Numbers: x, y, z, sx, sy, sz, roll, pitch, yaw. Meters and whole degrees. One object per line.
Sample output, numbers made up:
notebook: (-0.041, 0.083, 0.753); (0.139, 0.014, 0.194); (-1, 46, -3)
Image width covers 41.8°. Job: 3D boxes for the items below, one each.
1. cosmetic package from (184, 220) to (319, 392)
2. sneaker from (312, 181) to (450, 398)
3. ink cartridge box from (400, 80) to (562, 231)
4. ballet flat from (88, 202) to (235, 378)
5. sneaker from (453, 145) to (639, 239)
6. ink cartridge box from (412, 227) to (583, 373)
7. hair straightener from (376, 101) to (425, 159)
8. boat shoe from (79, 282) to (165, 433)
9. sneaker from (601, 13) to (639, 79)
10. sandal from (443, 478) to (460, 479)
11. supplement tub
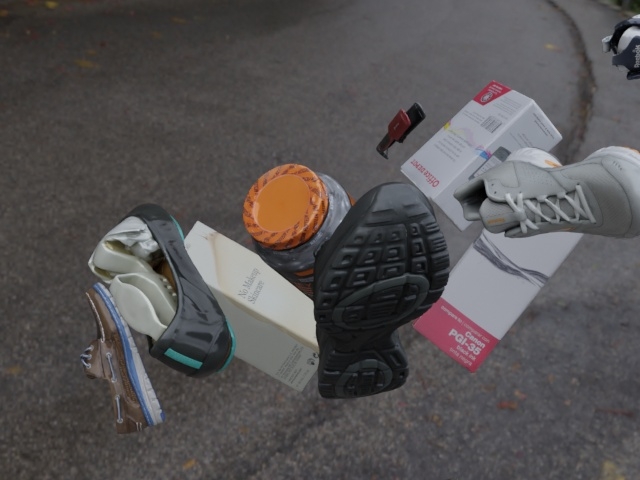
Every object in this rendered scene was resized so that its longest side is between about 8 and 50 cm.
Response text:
cosmetic package: (-0.126, 0.113, 1.466); (0.309, 0.113, 0.160); (30, 29, -6)
sneaker: (0.033, 0.032, 0.737); (0.109, 0.286, 0.130); (-3, 56, -12)
ink cartridge box: (0.359, -0.198, 1.911); (0.131, 0.306, 0.226); (42, 9, -26)
ballet flat: (-0.178, 0.033, 0.873); (0.096, 0.095, 0.280); (17, 20, -40)
sneaker: (0.239, -0.035, 0.877); (0.121, 0.099, 0.262); (-23, 12, -17)
ink cartridge box: (0.278, 0.035, 1.244); (0.117, 0.283, 0.207); (38, 16, 11)
hair straightener: (0.184, -0.236, 1.831); (0.089, 0.230, 0.047); (-27, 77, -19)
boat shoe: (-0.247, 0.141, 0.989); (0.066, 0.183, 0.066); (-23, -7, -16)
sneaker: (0.470, -0.250, 1.104); (0.153, 0.094, 0.235); (-21, 36, -14)
sandal: (0.174, 0.417, 1.218); (0.060, 0.090, 0.219); (-6, 1, 33)
supplement tub: (0.000, 0.000, 0.923); (0.117, 0.117, 0.190); (28, -9, 36)
